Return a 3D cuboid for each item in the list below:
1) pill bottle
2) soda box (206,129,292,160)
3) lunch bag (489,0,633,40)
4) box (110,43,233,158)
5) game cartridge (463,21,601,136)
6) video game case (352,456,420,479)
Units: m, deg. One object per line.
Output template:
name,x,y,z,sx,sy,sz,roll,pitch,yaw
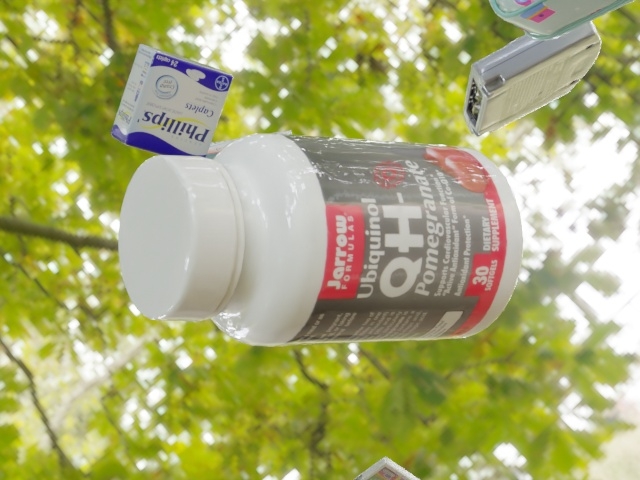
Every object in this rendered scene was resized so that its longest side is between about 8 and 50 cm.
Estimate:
pill bottle,0.000,0.000,1.137,0.318,0.176,0.176,0,-50,-34
soda box,-0.129,-0.122,2.068,0.063,0.183,0.058,-63,-37,-66
lunch bag,0.272,-0.381,1.534,0.224,0.279,0.108,-27,-31,37
box,-0.208,-0.188,1.885,0.126,0.072,0.137,14,-80,-30
game cartridge,0.307,-0.243,1.957,0.196,0.060,0.294,-24,-10,-2
video game case,0.051,0.272,1.358,0.087,0.011,0.122,37,-63,-28
